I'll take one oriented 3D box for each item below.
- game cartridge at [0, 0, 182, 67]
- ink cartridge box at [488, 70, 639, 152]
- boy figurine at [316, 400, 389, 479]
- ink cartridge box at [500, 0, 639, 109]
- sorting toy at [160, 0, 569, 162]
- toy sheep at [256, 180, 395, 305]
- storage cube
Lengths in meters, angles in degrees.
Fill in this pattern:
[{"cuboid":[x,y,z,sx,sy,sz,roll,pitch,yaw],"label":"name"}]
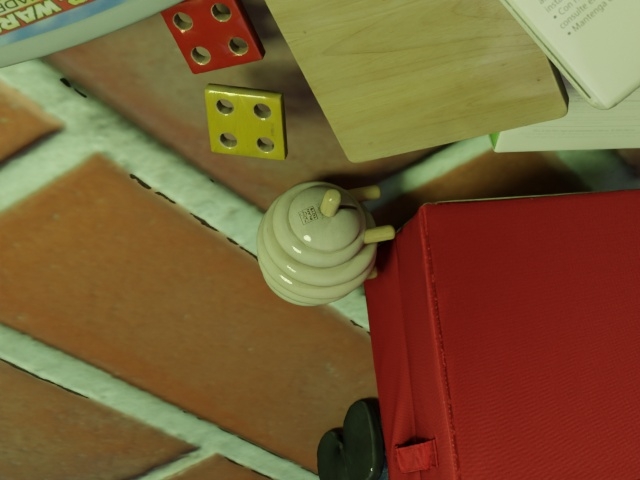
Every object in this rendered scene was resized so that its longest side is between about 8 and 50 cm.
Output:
[{"cuboid":[-0.153,-0.171,0.564,0.297,0.062,0.198,-18,141,8],"label":"game cartridge"},{"cuboid":[0.169,-0.141,0.692,0.109,0.062,0.209,-2,144,-13],"label":"ink cartridge box"},{"cuboid":[0.137,0.226,1.177,0.285,0.092,0.177,15,135,-28],"label":"boy figurine"},{"cuboid":[0.146,-0.242,0.483,0.296,0.066,0.261,-41,112,13],"label":"ink cartridge box"},{"cuboid":[0.046,-0.116,0.662,0.275,0.046,0.132,-11,127,26],"label":"sorting toy"},{"cuboid":[0.000,0.000,0.821,0.091,0.091,0.132,-4,148,-12],"label":"toy sheep"},{"cuboid":[0.148,0.080,0.836,0.215,0.193,0.183,-5,169,-11],"label":"storage cube"}]
